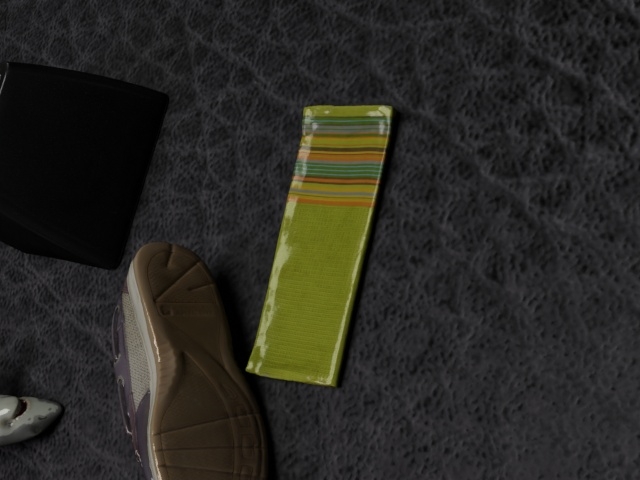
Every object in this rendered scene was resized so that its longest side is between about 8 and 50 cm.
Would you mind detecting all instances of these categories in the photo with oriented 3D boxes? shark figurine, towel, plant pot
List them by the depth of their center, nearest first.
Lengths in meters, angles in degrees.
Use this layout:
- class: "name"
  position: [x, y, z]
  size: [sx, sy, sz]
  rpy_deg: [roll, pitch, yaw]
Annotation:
- class: "towel"
  position: [0.000, 0.000, 1.060]
  size: [0.102, 0.021, 0.237]
  rpy_deg: [1, 75, 46]
- class: "plant pot"
  position: [-0.295, -0.091, 1.288]
  size: [0.188, 0.167, 0.187]
  rpy_deg: [8, 79, 47]
- class: "shark figurine"
  position: [-0.393, 0.165, 1.336]
  size: [0.166, 0.116, 0.278]
  rpy_deg: [-38, 49, -17]

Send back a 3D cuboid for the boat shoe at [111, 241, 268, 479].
- class: "boat shoe"
  position: [-0.118, 0.139, 1.071]
  size: [0.092, 0.102, 0.285]
  rpy_deg: [-51, 46, 45]
